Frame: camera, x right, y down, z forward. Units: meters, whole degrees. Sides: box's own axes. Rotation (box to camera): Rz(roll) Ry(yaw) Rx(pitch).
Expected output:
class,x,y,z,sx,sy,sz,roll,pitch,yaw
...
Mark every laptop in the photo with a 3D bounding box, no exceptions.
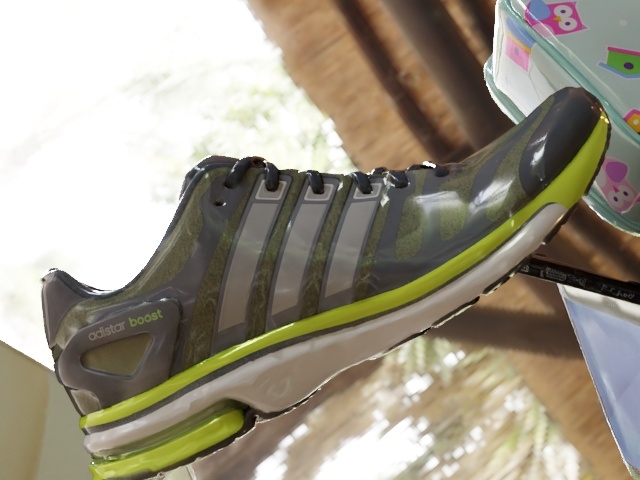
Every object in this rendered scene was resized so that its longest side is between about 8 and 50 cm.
class,x,y,z,sx,sy,sz,roll,pitch,yaw
laptop,0.124,0.076,0.876,0.264,0.137,0.234,14,2,-8

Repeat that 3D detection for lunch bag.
class,x,y,z,sx,sy,sz,roll,pitch,yaw
lunch bag,0.266,-0.133,0.986,0.224,0.279,0.108,50,-26,35

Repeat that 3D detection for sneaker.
class,x,y,z,sx,sy,sz,roll,pitch,yaw
sneaker,0.000,0.000,0.674,0.121,0.300,0.111,59,-6,1

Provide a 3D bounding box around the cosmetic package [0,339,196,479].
class,x,y,z,sx,sy,sz,roll,pitch,yaw
cosmetic package,-0.249,0.130,0.890,0.309,0.160,0.113,27,-20,11
